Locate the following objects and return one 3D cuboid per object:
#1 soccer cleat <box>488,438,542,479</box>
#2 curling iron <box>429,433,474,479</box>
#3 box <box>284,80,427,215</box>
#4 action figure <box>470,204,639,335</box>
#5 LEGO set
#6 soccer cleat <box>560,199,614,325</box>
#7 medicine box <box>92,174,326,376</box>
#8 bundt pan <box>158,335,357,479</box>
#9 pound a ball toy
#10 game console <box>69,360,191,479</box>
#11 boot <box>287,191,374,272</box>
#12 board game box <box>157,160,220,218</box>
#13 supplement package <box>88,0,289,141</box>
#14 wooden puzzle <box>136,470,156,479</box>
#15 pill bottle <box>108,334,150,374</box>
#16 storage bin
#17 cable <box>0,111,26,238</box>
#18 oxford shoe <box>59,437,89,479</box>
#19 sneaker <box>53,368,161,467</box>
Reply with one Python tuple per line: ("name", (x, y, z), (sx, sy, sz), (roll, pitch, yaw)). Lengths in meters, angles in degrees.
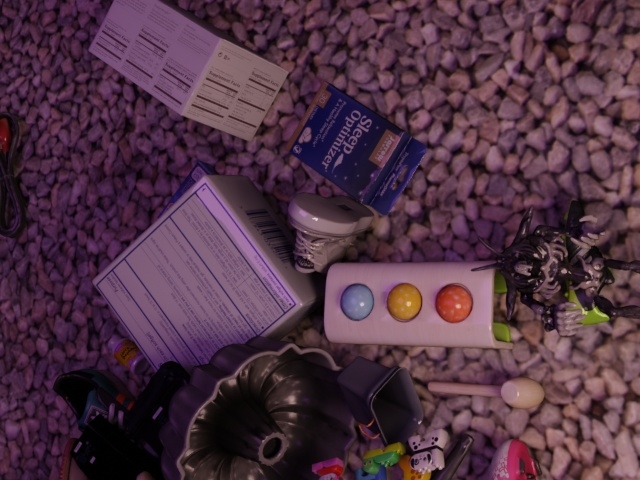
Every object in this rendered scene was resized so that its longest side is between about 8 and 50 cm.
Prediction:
("soccer cleat", (0.242, 0.447, 1.415), (0.143, 0.116, 0.331), (-9, 78, 29))
("curling iron", (0.140, 0.398, 1.532), (0.068, 0.035, 0.274), (44, 105, 29))
("box", (0.056, -0.153, 1.676), (0.225, 0.036, 0.136), (36, 101, 29))
("action figure", (0.342, 0.044, 1.351), (0.275, 0.141, 0.164), (10, 91, 6))
("LEGO set", (0.105, 0.363, 1.506), (0.227, 0.087, 0.093), (-23, 50, 29))
("soccer cleat", (0.379, 0.031, 1.442), (0.072, 0.060, 0.179), (-3, 86, 21))
("medicine box", (-0.178, 0.079, 1.676), (0.289, 0.149, 0.263), (-41, 79, 19))
("bundt pan", (-0.106, 0.294, 1.548), (0.124, 0.330, 0.331), (22, 94, 49))
("pound a ball toy", (0.163, 0.135, 1.504), (0.319, 0.135, 0.208), (-1, 81, 31))
("game console", (-0.276, 0.337, 1.674), (0.213, 0.044, 0.361), (40, 128, 3))
("boot", (0.000, 0.000, 1.559), (0.095, 0.258, 0.123), (35, 103, 18))
("board game box", (-0.188, -0.028, 1.800), (0.201, 0.035, 0.136), (46, 106, 28))
("supplement package", (-0.229, -0.312, 1.773), (0.262, 0.204, 0.145), (36, 102, 30))
("wooden puzzle", (-0.201, 0.562, 1.560), (0.322, 0.080, 0.348), (43, 147, 28))
("pill bottle", (-0.351, 0.207, 1.853), (0.083, 0.043, 0.043), (33, 99, 31))
("storage bin", (0.082, 0.245, 1.536), (0.091, 0.135, 0.098), (22, 56, 42))
("cable", (-0.650, -0.148, 2.103), (0.139, 0.072, 0.287), (-28, 80, 6))
("oxford shoe", (-0.382, 0.516, 1.801), (0.130, 0.123, 0.348), (-13, 72, 2))
("sneaker", (-0.357, 0.327, 1.791), (0.302, 0.121, 0.108), (30, 98, 31))
